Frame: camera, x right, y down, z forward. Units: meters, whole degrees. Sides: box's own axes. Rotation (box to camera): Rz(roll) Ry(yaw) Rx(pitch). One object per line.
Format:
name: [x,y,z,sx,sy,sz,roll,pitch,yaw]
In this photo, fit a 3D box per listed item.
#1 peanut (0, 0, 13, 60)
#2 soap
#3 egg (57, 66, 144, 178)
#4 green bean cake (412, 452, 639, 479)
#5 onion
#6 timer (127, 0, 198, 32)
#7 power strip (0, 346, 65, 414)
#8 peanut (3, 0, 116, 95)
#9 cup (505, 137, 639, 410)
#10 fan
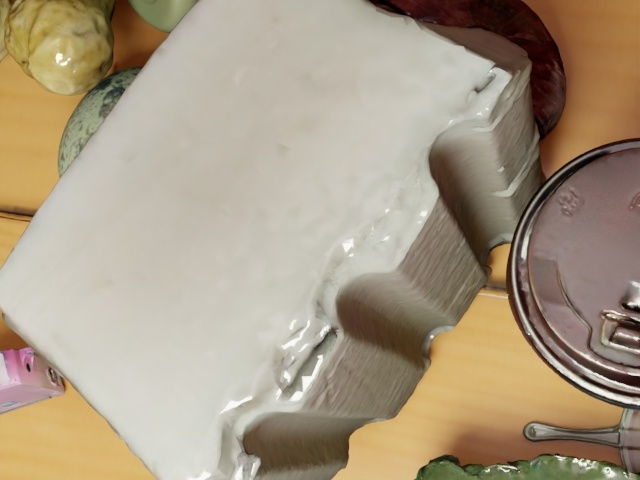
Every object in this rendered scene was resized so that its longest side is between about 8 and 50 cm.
peanut: [-0.468,-0.196,1.186,0.340,0.158,0.174,-3,109,17]
soap: [0.000,0.000,0.896,0.213,0.435,0.350,33,91,16]
egg: [-0.179,-0.087,1.105,0.132,0.132,0.172,0,66,13]
green bean cake: [0.188,0.304,0.949,0.241,0.132,0.255,-3,76,14]
onion: [0.144,-0.181,1.047,0.206,0.151,0.098,43,77,1]
timer: [-0.059,-0.383,1.091,0.315,0.291,0.291,-26,74,-17]
power strip: [-0.384,0.164,1.119,0.279,0.109,0.037,-19,74,9]
peanut: [-0.247,-0.221,1.116,0.098,0.103,0.229,-59,28,33]
cup: [0.252,0.043,0.900,0.196,0.280,0.196,-4,75,14]
fan: [0.287,0.173,1.012,0.220,0.009,0.132,3,80,13]
